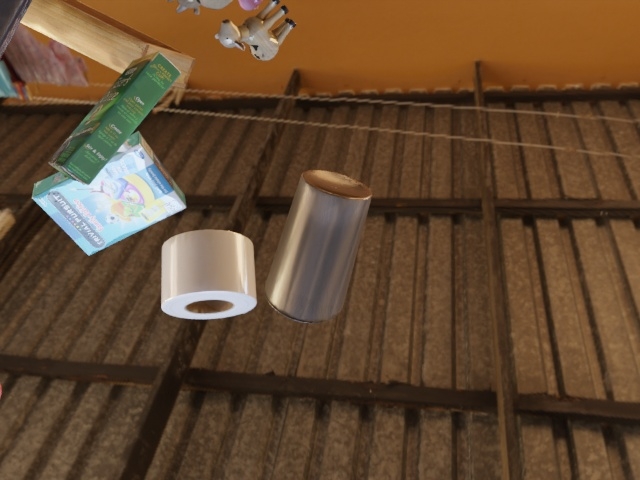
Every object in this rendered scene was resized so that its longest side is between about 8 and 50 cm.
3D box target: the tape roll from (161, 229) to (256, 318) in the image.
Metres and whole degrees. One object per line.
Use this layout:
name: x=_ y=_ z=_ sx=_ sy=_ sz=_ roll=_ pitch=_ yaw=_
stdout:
tape roll: x=-0.294 y=0.096 z=1.488 sx=0.246 sy=0.246 sz=0.169 roll=-7 pitch=-113 yaw=2

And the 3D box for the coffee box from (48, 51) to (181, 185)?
coffee box: x=-0.263 y=-0.155 z=0.715 sx=0.184 sy=0.040 sz=0.113 roll=-55 pitch=-147 yaw=-12

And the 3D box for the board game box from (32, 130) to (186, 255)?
board game box: x=-0.605 y=-0.129 z=1.645 sx=0.336 sy=0.253 sz=0.079 roll=-27 pitch=-138 yaw=2

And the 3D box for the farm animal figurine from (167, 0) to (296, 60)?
farm animal figurine: x=-0.204 y=-0.492 z=1.106 sx=0.172 sy=0.330 sz=0.327 roll=-44 pitch=-164 yaw=3

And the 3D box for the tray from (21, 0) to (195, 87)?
tray: x=-0.477 y=-0.425 z=1.112 sx=0.411 sy=0.076 sz=0.203 roll=28 pitch=-165 yaw=7

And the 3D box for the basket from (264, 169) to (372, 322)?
basket: x=0.000 y=0.000 z=1.016 sx=0.154 sy=0.226 sz=0.204 roll=17 pitch=-157 yaw=1

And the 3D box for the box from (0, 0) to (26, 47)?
box: x=-0.478 y=-0.385 z=0.732 sx=0.294 sy=0.212 sz=0.395 roll=-8 pitch=-119 yaw=52

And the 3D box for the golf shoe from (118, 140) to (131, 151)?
golf shoe: x=-0.495 y=-0.212 z=1.261 sx=0.176 sy=0.069 sz=0.086 roll=15 pitch=-120 yaw=37
